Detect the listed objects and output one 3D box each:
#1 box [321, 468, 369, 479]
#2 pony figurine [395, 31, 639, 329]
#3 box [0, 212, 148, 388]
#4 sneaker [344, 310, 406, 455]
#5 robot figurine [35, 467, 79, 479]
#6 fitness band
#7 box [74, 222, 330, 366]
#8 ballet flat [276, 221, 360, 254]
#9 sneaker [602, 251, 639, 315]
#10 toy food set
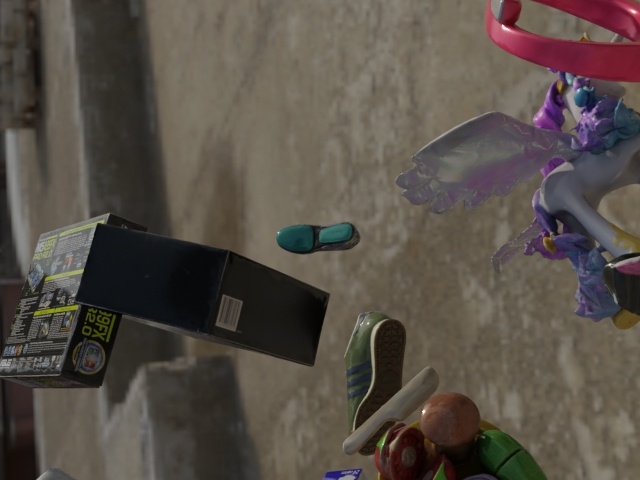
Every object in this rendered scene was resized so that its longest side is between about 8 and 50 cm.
[{"bbox_3d":[0.035,0.415,1.765,0.072,0.137,0.126,-12,120,37],"label":"box"},{"bbox_3d":[0.327,-0.069,1.600,0.351,0.303,0.363,-42,48,15],"label":"pony figurine"},{"bbox_3d":[-0.334,0.086,1.661,0.270,0.060,0.216,-12,60,58],"label":"box"},{"bbox_3d":[0.066,0.185,1.685,0.086,0.064,0.192,-147,63,-61],"label":"sneaker"},{"bbox_3d":[-0.405,0.449,1.592,0.353,0.199,0.300,-49,-18,-48],"label":"robot figurine"},{"bbox_3d":[0.291,-0.240,1.407,0.291,0.209,0.054,-78,1,-66],"label":"fitness band"},{"bbox_3d":[-0.131,0.067,1.469,0.261,0.184,0.103,27,-107,-62],"label":"box"},{"bbox_3d":[0.000,0.000,1.565,0.114,0.041,0.041,-4,87,30],"label":"ballet flat"},{"bbox_3d":[0.358,0.028,1.252,0.077,0.178,0.072,-122,35,-58],"label":"sneaker"},{"bbox_3d":[0.113,0.191,1.045,0.218,0.128,0.071,46,160,33],"label":"toy food set"}]
